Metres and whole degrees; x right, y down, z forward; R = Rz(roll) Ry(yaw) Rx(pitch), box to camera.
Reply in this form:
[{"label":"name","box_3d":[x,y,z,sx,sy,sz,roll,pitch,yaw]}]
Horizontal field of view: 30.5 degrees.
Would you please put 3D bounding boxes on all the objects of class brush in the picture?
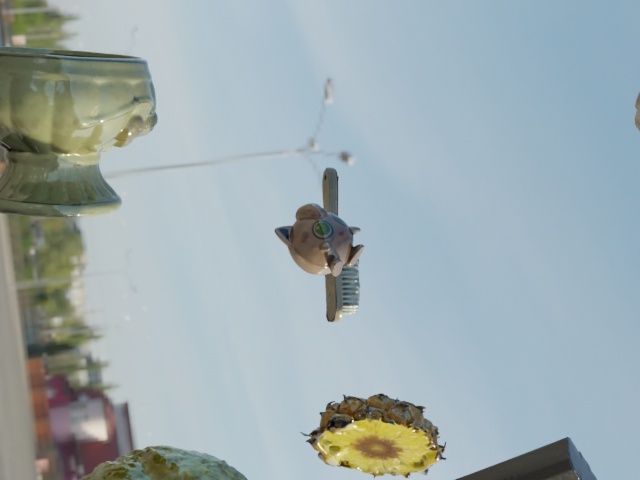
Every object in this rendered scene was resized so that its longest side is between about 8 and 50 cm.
[{"label":"brush","box_3d":[0.041,0.007,2.392,0.070,0.065,0.327,130,-42,-66]}]

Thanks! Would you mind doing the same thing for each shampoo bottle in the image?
[{"label":"shampoo bottle","box_3d":[0.221,0.367,1.601,0.098,0.309,0.071,52,24,-27]}]

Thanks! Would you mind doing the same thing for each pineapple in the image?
[{"label":"pineapple","box_3d":[0.087,0.293,1.793,0.225,0.224,0.076,102,-5,-54]}]

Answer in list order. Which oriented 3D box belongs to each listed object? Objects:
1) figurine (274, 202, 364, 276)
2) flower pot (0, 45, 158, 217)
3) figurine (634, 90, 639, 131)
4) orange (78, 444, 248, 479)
[{"label":"figurine","box_3d":[0.000,0.000,2.087,0.138,0.125,0.125,41,-31,19]},{"label":"flower pot","box_3d":[-0.403,-0.167,1.791,0.307,0.307,0.244,-140,-127,-71]},{"label":"figurine","box_3d":[0.498,-0.182,1.562,0.141,0.162,0.237,76,14,-52]},{"label":"orange","box_3d":[-0.264,0.418,1.554,0.210,0.368,0.271,31,25,-54]}]
